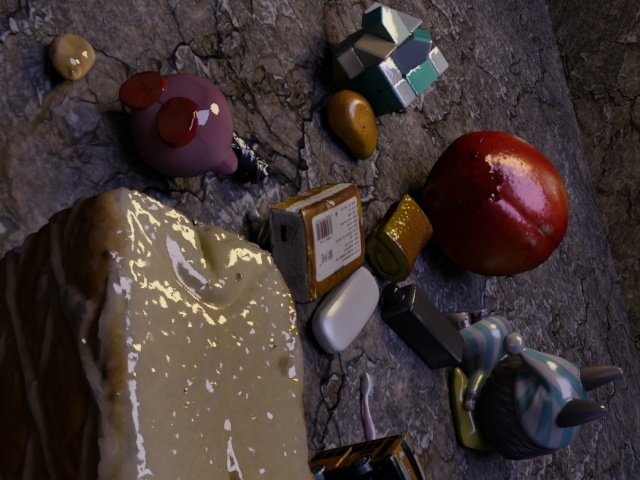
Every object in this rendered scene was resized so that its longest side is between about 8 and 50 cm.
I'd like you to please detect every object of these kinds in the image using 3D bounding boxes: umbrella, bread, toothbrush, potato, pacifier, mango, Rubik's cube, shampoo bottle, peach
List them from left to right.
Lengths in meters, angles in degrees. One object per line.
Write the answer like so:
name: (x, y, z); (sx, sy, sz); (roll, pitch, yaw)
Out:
potato: (-0.375, -0.274, 1.146); (0.068, 0.062, 0.083); (12, 28, -20)
bread: (-0.222, 0.185, 0.835); (0.279, 0.371, 0.389); (16, 56, -43)
umbrella: (-0.183, -0.187, 1.354); (0.071, 0.080, 0.224); (-46, 110, -16)
pacifier: (-0.104, -0.032, 1.392); (0.064, 0.068, 0.083); (32, 45, 7)
mango: (0.078, -0.265, 1.714); (0.165, 0.089, 0.115); (44, 55, -35)
toothbrush: (0.095, 0.382, 1.447); (0.027, 0.021, 0.269); (22, 55, -39)
Rubik's cube: (0.141, -0.415, 1.741); (0.224, 0.265, 0.213); (-45, 111, -27)
bread: (0.173, -0.004, 1.687); (0.132, 0.103, 0.172); (55, 38, -17)
shampoo bottle: (0.219, 0.181, 1.669); (0.246, 0.080, 0.079); (46, 39, -28)
peach: (0.422, -0.088, 1.854); (0.370, 0.370, 0.370); (29, 50, -42)

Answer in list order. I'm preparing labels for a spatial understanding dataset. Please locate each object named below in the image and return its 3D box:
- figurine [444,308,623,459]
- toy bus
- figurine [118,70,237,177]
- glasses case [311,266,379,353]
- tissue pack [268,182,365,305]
figurine: (0.498, 0.299, 1.720); (0.266, 0.378, 0.361); (-2, 75, -54)
toy bus: (0.072, 0.391, 1.256); (0.114, 0.201, 0.098); (-32, 98, -57)
figurine: (-0.219, -0.181, 1.218); (0.173, 0.173, 0.173); (29, 50, -42)
glasses case: (0.052, 0.132, 1.491); (0.092, 0.059, 0.233); (56, 37, -13)
tissue pack: (0.000, 0.000, 1.426); (0.226, 0.092, 0.183); (-32, 124, -58)
